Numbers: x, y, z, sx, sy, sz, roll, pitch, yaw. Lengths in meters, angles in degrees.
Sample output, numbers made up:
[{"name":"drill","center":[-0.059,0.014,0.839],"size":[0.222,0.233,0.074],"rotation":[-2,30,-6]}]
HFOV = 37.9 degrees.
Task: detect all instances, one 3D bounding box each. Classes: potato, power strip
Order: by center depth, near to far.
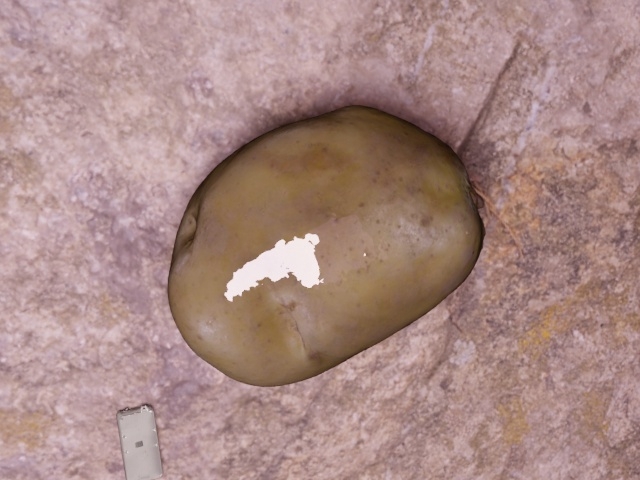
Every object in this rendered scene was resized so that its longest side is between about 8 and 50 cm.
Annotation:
[{"name":"potato","center":[0.000,0.000,0.937],"size":[0.326,0.221,0.243],"rotation":[-33,98,-2]},{"name":"power strip","center":[-0.195,0.221,1.007],"size":[0.040,0.016,0.090],"rotation":[-10,102,-19]}]
